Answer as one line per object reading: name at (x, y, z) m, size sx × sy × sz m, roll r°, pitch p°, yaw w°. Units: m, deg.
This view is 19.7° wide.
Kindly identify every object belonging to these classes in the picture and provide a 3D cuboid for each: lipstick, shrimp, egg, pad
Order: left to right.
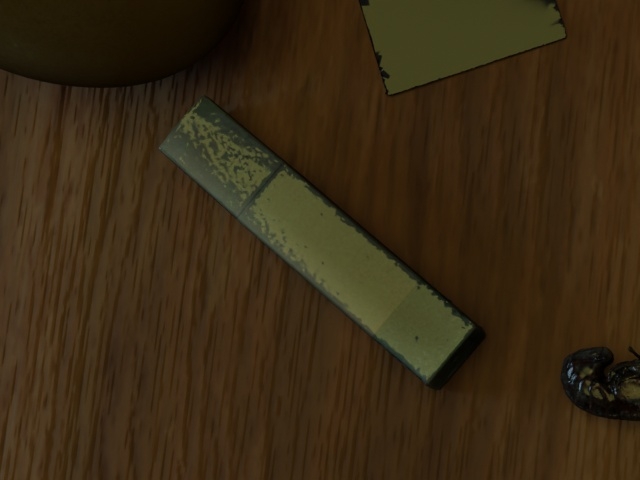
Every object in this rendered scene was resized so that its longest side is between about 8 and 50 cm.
egg at (-0.216, -0.258, 1.577) m, size 0.322 × 0.250 × 0.250 m, roll 22°, pitch 87°, yaw 11°
lipstick at (0.000, 0.000, 1.581) m, size 0.317 × 0.066 × 0.068 m, roll 41°, pitch 92°, yaw 16°
pad at (0.102, -0.265, 1.629) m, size 0.170 × 0.006 × 0.246 m, roll -18°, pitch 78°, yaw 9°
shrimp at (0.279, 0.113, 1.503) m, size 0.165 × 0.056 × 0.065 m, roll -7°, pitch 74°, yaw 10°
